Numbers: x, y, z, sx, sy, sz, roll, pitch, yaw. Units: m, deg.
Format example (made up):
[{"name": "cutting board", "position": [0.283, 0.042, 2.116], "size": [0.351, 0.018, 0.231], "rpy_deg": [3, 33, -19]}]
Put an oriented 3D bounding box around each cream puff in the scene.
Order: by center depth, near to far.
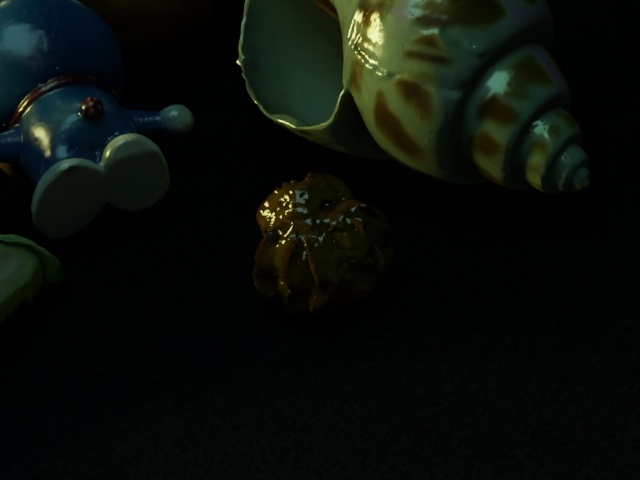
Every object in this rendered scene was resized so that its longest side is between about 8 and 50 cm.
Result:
[{"name": "cream puff", "position": [0.000, 0.000, 1.550], "size": [0.116, 0.094, 0.122], "rpy_deg": [-7, 31, 6]}]

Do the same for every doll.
[{"name": "doll", "position": [-0.234, -0.113, 1.767], "size": [0.215, 0.161, 0.257], "rpy_deg": [-12, 49, -20]}]

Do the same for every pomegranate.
[{"name": "pomegranate", "position": [-0.190, -0.282, 1.937], "size": [0.209, 0.209, 0.209], "rpy_deg": [-10, 35, 7]}]

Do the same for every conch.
[{"name": "conch", "position": [0.084, -0.152, 1.651], "size": [0.249, 0.197, 0.368], "rpy_deg": [-49, 34, 11]}]

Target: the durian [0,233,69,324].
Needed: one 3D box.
[{"name": "durian", "position": [-0.354, 0.071, 1.532], "size": [0.375, 0.132, 0.107], "rpy_deg": [-16, 35, -35]}]
